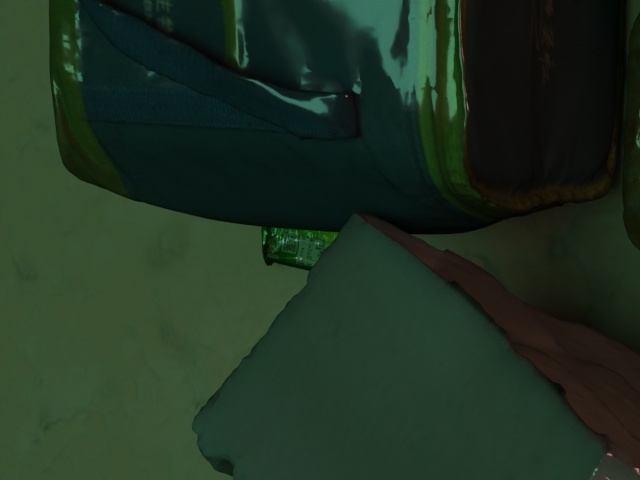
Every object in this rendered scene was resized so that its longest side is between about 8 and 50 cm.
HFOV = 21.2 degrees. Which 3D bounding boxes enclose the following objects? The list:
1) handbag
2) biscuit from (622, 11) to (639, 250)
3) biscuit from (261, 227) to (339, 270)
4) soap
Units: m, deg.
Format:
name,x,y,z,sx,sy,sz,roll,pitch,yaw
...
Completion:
name,x,y,z,sx,sy,sz,roll,pitch,yaw
handbag,0.010,-0.136,0.856,0.241,0.222,0.263,3,92,31
biscuit,0.185,-0.058,0.854,0.071,0.018,0.147,6,96,37
biscuit,0.000,0.000,0.995,0.089,0.016,0.046,12,98,35
soap,0.126,0.132,0.800,0.159,0.302,0.258,-60,36,9
